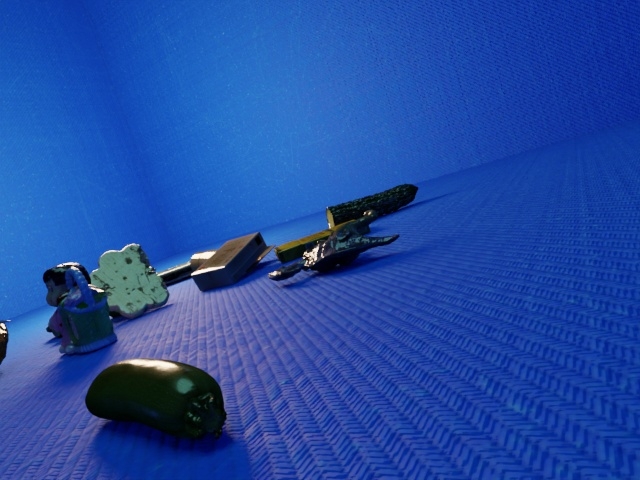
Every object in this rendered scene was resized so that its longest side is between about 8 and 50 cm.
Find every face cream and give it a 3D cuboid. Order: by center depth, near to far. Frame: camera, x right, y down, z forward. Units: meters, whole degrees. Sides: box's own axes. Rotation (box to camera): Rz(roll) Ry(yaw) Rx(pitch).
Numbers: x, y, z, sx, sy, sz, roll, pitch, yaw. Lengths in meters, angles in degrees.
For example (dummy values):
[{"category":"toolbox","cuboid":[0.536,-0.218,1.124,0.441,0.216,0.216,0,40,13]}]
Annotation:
[{"category":"face cream","cuboid":[-0.301,0.067,1.500,0.341,0.084,0.137,-7,29,41]}]

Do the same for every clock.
[{"category":"clock","cuboid":[-0.534,0.143,1.005,0.194,0.196,0.100,-14,4,44]}]

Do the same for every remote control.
[{"category":"remote control","cuboid":[-0.592,0.142,1.736,0.296,0.056,0.140,-21,6,-12]}]

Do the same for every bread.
[{"category":"bread","cuboid":[-0.539,0.117,1.267,0.181,0.251,0.039,-26,-35,-27]}]

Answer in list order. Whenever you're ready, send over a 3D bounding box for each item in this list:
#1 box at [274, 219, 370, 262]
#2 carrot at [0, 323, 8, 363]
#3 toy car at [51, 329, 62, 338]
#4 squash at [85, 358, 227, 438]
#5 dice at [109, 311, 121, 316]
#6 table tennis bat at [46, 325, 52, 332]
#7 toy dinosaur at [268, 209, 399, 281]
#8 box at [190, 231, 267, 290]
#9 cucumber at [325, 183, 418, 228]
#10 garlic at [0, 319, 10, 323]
[{"category":"box","cuboid":[0.001,0.000,1.381,0.278,0.041,0.153,-19,8,-9]},{"category":"carrot","cuboid":[-0.776,0.260,0.992,0.138,0.139,0.302,-20,14,-16]},{"category":"toy car","cuboid":[-0.652,0.229,1.214,0.143,0.054,0.073,-22,2,37]},{"category":"squash","cuboid":[-0.174,0.157,0.469,0.258,0.069,0.069,-13,9,41]},{"category":"dice","cuboid":[-0.580,0.150,1.370,0.128,0.120,0.131,-19,8,-11]},{"category":"table tennis bat","cuboid":[-0.696,0.221,1.319,0.234,0.022,0.131,-30,-14,30]},{"category":"toy dinosaur","cuboid":[0.027,0.024,0.989,0.294,0.077,0.162,-31,7,16]},{"category":"box","cuboid":[-0.260,0.058,1.321,0.141,0.058,0.201,-15,22,30]},{"category":"cucumber","cuboid":[0.196,-0.125,1.649,0.359,0.096,0.096,-17,6,-13]},{"category":"garlic","cuboid":[-0.690,0.246,0.807,0.266,0.149,0.128,-14,-1,-19]}]
